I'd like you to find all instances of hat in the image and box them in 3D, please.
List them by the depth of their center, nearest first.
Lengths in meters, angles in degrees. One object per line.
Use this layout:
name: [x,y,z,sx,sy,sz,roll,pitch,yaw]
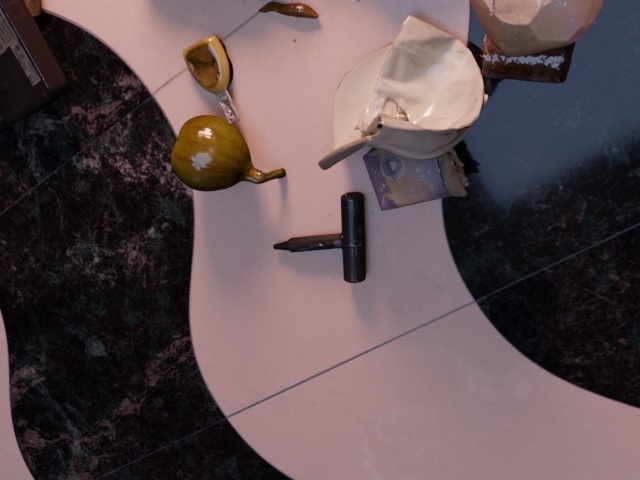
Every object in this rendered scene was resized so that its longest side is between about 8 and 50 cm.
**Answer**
hat: [0.125,-0.199,1.385,0.168,0.258,0.301,34,141,-22]

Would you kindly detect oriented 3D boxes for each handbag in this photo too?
handbag: [0.174,-0.123,1.455,0.173,0.095,0.117,-8,113,32]

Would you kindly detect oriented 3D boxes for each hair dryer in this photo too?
hair dryer: [-0.005,-0.014,1.595,0.194,0.050,0.173,8,112,21]

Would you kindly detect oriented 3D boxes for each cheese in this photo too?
cheese: [-0.194,-0.296,1.545,0.086,0.036,0.163,-17,105,27]

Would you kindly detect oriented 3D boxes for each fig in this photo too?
fig: [-0.189,-0.144,1.548,0.186,0.148,0.142,39,90,17]

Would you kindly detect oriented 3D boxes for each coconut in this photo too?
coconut: [0.321,-0.382,1.213,0.224,0.224,0.234,28,107,7]

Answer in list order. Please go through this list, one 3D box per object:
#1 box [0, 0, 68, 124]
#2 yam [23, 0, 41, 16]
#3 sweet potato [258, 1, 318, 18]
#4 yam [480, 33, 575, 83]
box: [-0.644,-0.414,1.622,0.211,0.058,0.350,-17,106,43]
yam: [-0.567,-0.566,1.557,0.061,0.061,0.274,8,117,17]
sweet potato: [-0.057,-0.408,1.452,0.115,0.026,0.026,13,116,18]
yam: [0.330,-0.293,1.324,0.141,0.079,0.079,9,115,19]
